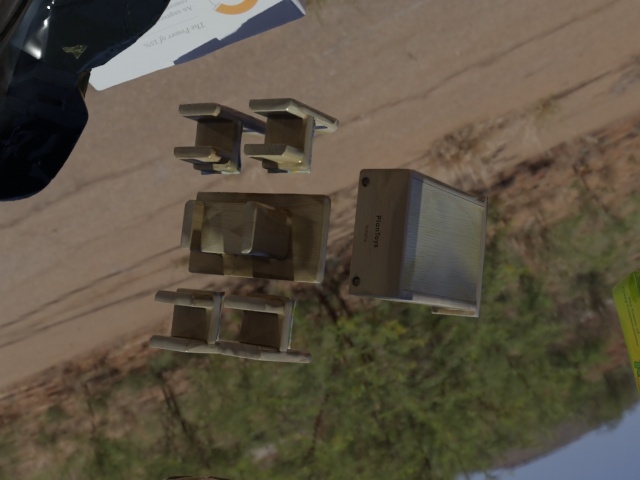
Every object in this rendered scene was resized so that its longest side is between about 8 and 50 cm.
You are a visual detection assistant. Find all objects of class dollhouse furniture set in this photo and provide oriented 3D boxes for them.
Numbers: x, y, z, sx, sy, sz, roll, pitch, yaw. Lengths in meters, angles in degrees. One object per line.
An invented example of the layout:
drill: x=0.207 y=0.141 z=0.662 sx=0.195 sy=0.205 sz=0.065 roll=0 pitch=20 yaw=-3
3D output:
dollhouse furniture set: x=0.000 y=0.000 z=0.832 sx=0.242 sy=0.212 sz=0.161 roll=3 pitch=174 yaw=32

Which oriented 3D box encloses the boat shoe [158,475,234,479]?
boat shoe: x=-0.098 y=0.302 z=0.986 sx=0.104 sy=0.110 sz=0.307 roll=26 pitch=157 yaw=-28

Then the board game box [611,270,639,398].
board game box: x=0.282 y=0.110 z=0.696 sx=0.092 sy=0.181 sz=0.043 roll=-5 pitch=160 yaw=-8

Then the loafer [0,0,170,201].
loafer: x=-0.112 y=-0.100 z=0.405 sx=0.170 sy=0.061 sz=0.062 roll=-52 pitch=150 yaw=9

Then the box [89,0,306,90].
box: x=-0.180 y=-0.314 z=0.760 sx=0.215 sy=0.168 sz=0.345 roll=-15 pitch=143 yaw=20
